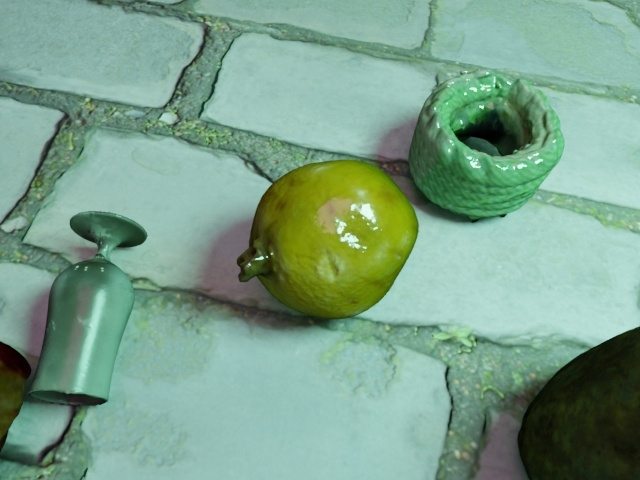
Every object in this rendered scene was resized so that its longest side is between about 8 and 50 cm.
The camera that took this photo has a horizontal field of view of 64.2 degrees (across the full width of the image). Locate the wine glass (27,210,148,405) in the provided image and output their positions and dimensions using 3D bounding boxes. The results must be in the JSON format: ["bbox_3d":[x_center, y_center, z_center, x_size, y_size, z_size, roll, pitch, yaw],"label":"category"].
[{"bbox_3d":[-0.293,0.086,0.649,0.103,0.103,0.230,3,63,-1],"label":"wine glass"}]

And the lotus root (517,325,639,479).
[{"bbox_3d":[0.359,0.200,0.486,0.251,0.346,0.250,4,63,-9],"label":"lotus root"}]

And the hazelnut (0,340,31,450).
[{"bbox_3d":[-0.415,0.193,0.555,0.170,0.160,0.201,20,34,14],"label":"hazelnut"}]

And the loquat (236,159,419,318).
[{"bbox_3d":[0.000,0.000,0.641,0.246,0.213,0.213,-18,60,-38],"label":"loquat"}]

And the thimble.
[{"bbox_3d":[0.245,-0.146,0.784,0.219,0.150,0.218,1,61,-2],"label":"thimble"}]
